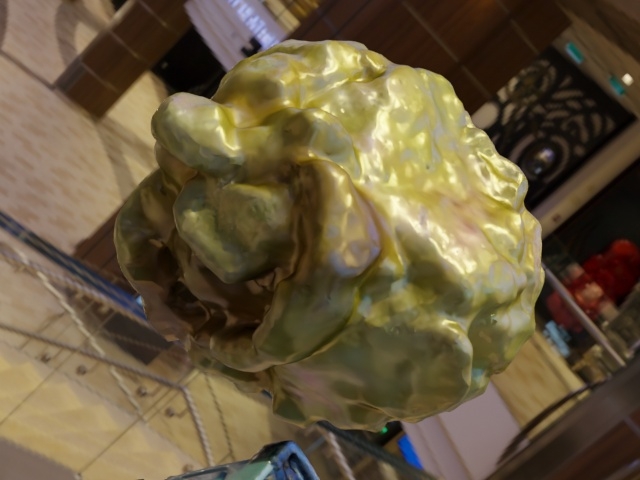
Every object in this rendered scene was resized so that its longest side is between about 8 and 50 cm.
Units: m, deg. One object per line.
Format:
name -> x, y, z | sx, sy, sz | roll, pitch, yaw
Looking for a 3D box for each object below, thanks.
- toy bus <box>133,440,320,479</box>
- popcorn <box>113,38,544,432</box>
toy bus -> -0.099, 0.213, 0.374 | 0.271, 0.165, 0.133 | -39, 108, -57
popcorn -> 0.000, 0.000, 0.507 | 0.259, 0.212, 0.259 | 19, 50, -25
